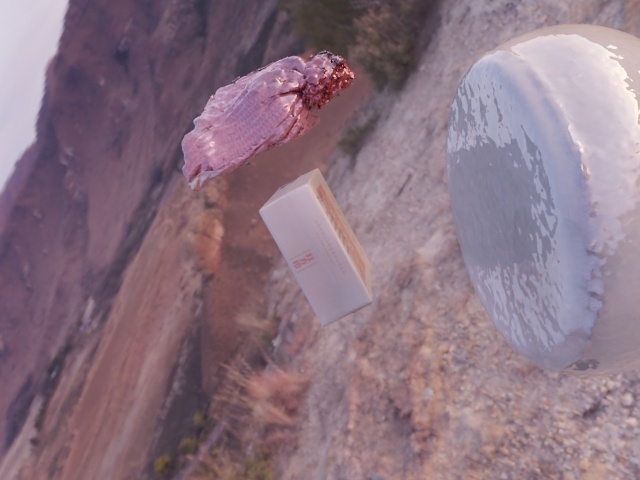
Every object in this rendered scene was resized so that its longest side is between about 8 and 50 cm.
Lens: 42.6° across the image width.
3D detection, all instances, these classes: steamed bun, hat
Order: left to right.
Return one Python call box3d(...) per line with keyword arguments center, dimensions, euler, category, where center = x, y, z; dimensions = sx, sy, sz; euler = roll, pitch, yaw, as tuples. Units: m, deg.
box3d(center=(-0.071, -0.195, 1.226), dimensions=(0.286, 0.107, 0.237), euler=(-21, 44, 28), category="hat")
box3d(center=(0.226, -0.035, 0.671), dimensions=(0.283, 0.177, 0.283), euler=(169, 90, -81), category="steamed bun")

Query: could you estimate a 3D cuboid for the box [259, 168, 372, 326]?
box3d(center=(0.000, 0.000, 0.891), dimensions=(0.058, 0.141, 0.201), euler=(-28, 6, 8), category="box")
